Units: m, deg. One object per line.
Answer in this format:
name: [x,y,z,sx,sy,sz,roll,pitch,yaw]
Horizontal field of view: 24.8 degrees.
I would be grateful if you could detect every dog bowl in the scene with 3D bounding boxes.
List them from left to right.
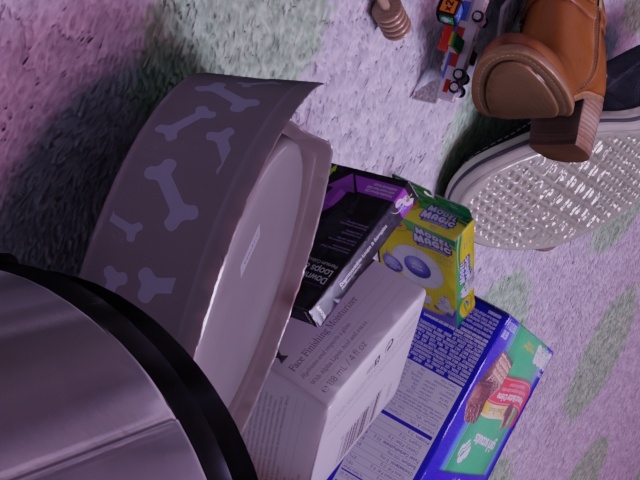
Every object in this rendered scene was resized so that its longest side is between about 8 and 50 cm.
dog bowl: [-0.091,0.030,1.114,0.349,0.102,0.349,18,90,-82]

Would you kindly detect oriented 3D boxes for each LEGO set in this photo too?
LEGO set: [0.159,-0.256,1.500,0.244,0.060,0.182,-55,156,-44]

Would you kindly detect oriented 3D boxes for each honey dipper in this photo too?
honey dipper: [0.047,-0.235,1.314,0.030,0.030,0.160,-58,150,-11]

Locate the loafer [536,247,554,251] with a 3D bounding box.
loafer: [0.311,-0.034,1.970,0.148,0.056,0.050,-46,151,-52]

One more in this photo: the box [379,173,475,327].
box: [0.115,0.010,1.581,0.043,0.105,0.179,-48,150,-31]

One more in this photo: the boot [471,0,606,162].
boot: [0.247,-0.226,1.547,0.283,0.109,0.220,28,67,-55]

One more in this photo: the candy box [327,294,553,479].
candy box: [0.150,0.233,1.840,0.317,0.122,0.268,-61,155,-2]

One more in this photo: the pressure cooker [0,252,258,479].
pressure cooker: [-0.230,0.204,0.808,0.420,0.375,0.370,-15,124,-57]

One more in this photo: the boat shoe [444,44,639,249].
boat shoe: [0.330,-0.130,1.807,0.500,0.156,0.187,-25,140,-31]

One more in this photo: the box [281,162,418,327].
box: [0.000,0.000,1.342,0.162,0.116,0.029,-53,134,-22]

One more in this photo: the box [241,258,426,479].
box: [-0.005,0.127,1.411,0.181,0.119,0.182,-47,160,-38]
